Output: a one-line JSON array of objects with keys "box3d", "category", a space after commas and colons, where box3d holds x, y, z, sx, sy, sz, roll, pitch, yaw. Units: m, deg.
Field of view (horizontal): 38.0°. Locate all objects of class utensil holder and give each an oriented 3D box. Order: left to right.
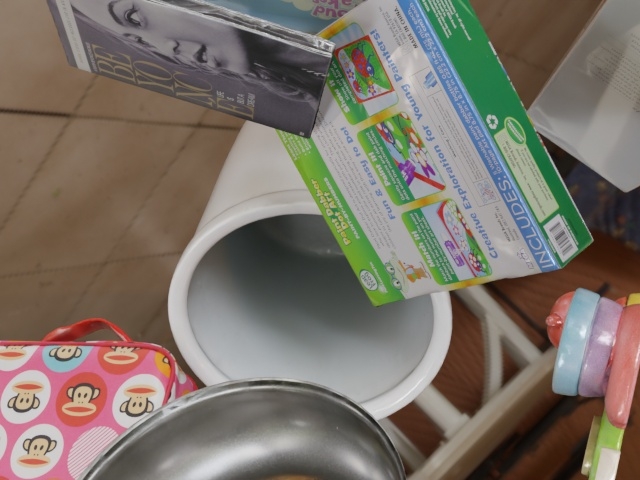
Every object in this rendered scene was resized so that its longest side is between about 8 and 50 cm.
[{"box3d": [0.000, 0.000, 1.226, 0.327, 0.328, 0.385, -55, -166, 28], "category": "utensil holder"}]

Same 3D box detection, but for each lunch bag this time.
[{"box3d": [-0.296, 0.213, 1.082, 0.120, 0.293, 0.258, 66, 29, -57], "category": "lunch bag"}]

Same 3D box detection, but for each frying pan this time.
[{"box3d": [0.001, 0.205, 0.488, 0.197, 0.326, 0.053, -45, -152, -6], "category": "frying pan"}]

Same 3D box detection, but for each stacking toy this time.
[{"box3d": [0.331, 0.191, 1.192, 0.309, 0.130, 0.279, 10, 93, -70], "category": "stacking toy"}]

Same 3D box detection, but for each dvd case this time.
[{"box3d": [-0.104, -0.147, 0.738, 0.164, 0.221, 0.018, 113, -6, -74], "category": "dvd case"}]

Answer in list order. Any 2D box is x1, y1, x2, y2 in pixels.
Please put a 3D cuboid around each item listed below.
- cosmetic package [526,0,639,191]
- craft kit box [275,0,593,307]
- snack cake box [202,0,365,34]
[{"box3d": [0.359, -0.215, 0.907, 0.230, 0.161, 0.453, -55, 174, -4], "category": "cosmetic package"}, {"box3d": [0.072, -0.073, 0.788, 0.061, 0.249, 0.247, -34, -171, -35], "category": "craft kit box"}, {"box3d": [-0.019, -0.285, 0.885, 0.089, 0.264, 0.152, 74, 26, -69], "category": "snack cake box"}]
